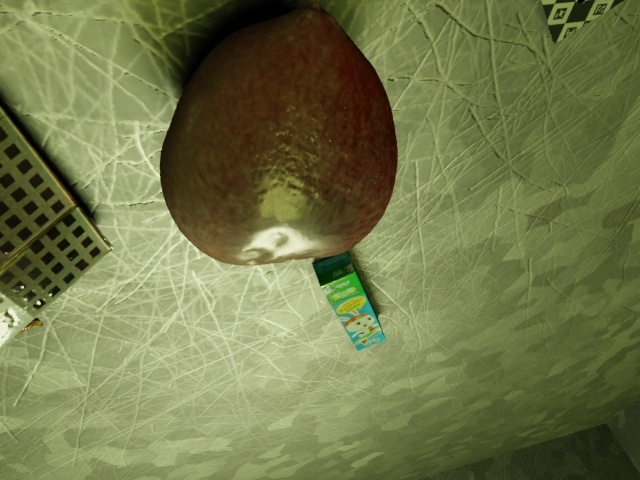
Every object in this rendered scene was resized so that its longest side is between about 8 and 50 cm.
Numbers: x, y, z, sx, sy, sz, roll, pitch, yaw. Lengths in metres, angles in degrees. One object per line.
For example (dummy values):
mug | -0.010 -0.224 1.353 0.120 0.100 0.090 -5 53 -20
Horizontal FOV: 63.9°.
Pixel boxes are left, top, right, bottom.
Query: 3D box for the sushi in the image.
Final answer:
sushi | 0.293 -0.294 0.554 0.126 0.026 0.120 -30 144 18

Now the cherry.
cherry | -0.038 -0.096 0.506 0.239 0.206 0.240 -4 104 -17

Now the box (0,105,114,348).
box | -0.343 -0.035 0.472 0.180 0.047 0.325 -48 149 -24

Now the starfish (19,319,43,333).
starfish | -0.450 0.128 0.692 0.133 0.041 0.130 6 136 -31

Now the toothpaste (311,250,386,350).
toothpaste | 0.057 0.116 0.913 0.065 0.050 0.267 -21 142 4
